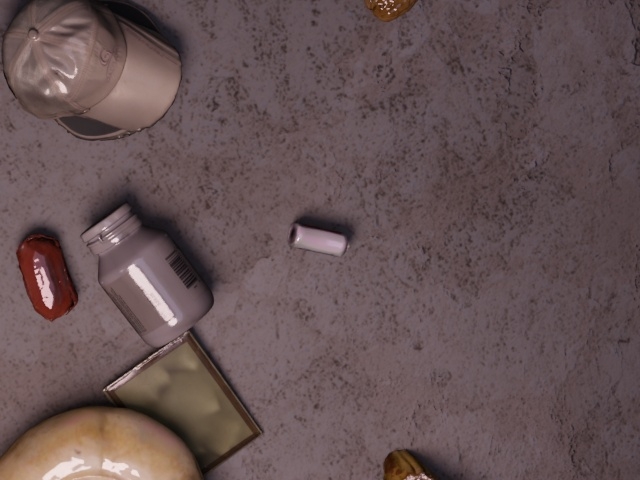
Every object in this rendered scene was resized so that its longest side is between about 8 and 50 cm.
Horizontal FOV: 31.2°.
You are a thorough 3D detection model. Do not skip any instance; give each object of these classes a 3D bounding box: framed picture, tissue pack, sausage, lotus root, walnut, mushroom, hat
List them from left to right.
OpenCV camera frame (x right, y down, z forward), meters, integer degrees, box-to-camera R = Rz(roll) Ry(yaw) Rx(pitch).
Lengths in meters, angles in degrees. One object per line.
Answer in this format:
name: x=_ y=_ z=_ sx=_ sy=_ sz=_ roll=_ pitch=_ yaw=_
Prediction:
sausage: x=-0.434 y=0.057 z=1.812 sx=0.076 sy=0.076 sz=0.141 roll=-20 pitch=99 yaw=-11
mushroom: x=-0.357 y=0.438 z=1.748 sx=0.325 sy=0.353 sz=0.353 roll=15 pitch=90 yaw=21
hat: x=-0.354 y=-0.272 z=1.772 sx=0.275 sy=0.161 sz=0.232 roll=20 pitch=93 yaw=-16
tissue pack: x=-0.259 y=0.225 z=1.884 sx=0.108 sy=0.023 sz=0.056 roll=-16 pitch=99 yaw=-11
framed picture: x=-0.224 y=0.283 z=1.884 sx=0.173 sy=0.010 sz=0.231 roll=-34 pitch=108 yaw=-7
walnut: x=0.120 y=-0.411 z=1.906 sx=0.096 sy=0.082 sz=0.079 roll=-43 pitch=73 yaw=-5
lotus root: x=0.167 y=0.435 z=1.949 sx=0.159 sy=0.135 sz=0.095 roll=39 pitch=86 yaw=2

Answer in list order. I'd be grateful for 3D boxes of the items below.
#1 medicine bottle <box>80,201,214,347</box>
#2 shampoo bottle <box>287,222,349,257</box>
medicine bottle: x=-0.279 y=0.050 z=1.813 sx=0.135 sy=0.135 sz=0.215 roll=-37 pitch=100 yaw=-8
shampoo bottle: x=0.000 y=0.000 z=1.904 sx=0.099 sy=0.072 sz=0.043 roll=12 pitch=89 yaw=-13
